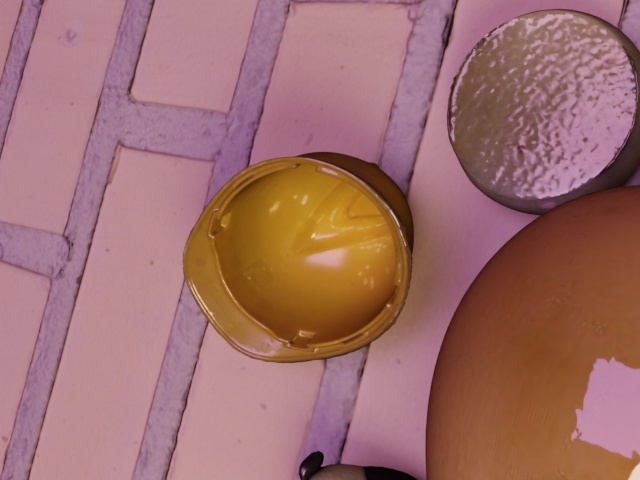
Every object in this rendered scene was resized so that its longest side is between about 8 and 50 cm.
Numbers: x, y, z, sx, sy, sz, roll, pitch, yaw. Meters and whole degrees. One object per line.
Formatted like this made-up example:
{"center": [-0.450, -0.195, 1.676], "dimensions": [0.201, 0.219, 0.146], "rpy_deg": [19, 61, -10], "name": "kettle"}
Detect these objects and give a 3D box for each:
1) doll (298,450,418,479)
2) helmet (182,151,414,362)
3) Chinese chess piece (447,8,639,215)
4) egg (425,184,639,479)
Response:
{"center": [0.038, 0.311, 0.807], "dimensions": [0.143, 0.135, 0.234], "rpy_deg": [-30, 56, 25], "name": "doll"}
{"center": [0.000, 0.000, 0.903], "dimensions": [0.257, 0.140, 0.205], "rpy_deg": [-30, 98, 37], "name": "helmet"}
{"center": [0.210, -0.117, 0.826], "dimensions": [0.188, 0.083, 0.188], "rpy_deg": [-5, 79, 29], "name": "Chinese chess piece"}
{"center": [0.224, 0.148, 0.632], "dimensions": [0.301, 0.301, 0.374], "rpy_deg": [16, 110, 34], "name": "egg"}
